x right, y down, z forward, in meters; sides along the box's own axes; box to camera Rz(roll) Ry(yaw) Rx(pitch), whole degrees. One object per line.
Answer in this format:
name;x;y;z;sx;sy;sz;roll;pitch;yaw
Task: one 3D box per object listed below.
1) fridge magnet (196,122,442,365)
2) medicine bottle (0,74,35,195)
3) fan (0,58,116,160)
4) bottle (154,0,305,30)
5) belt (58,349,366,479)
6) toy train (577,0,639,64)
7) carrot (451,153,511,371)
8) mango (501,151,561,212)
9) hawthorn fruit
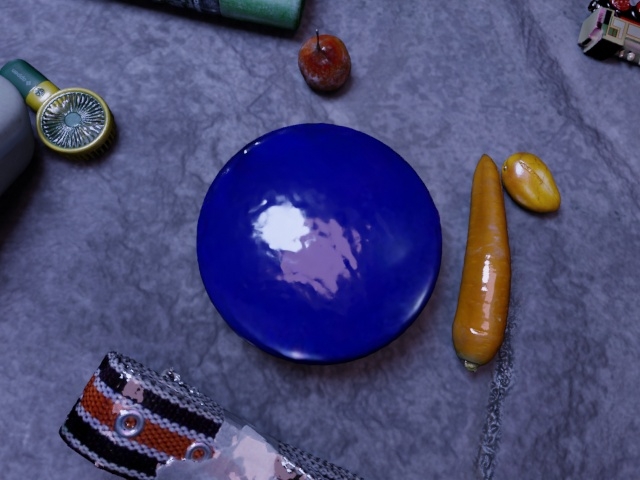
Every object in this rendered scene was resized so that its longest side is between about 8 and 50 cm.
fridge magnet;0.000;0.000;0.542;0.266;0.112;0.265;1;77;-6
medicine bottle;-0.503;-0.113;0.474;0.376;0.123;0.282;19;50;2
fan;-0.309;-0.157;0.583;0.155;0.039;0.082;40;77;5
bottle;-0.181;-0.338;0.609;0.330;0.093;0.093;12;76;-3
belt;-0.073;0.227;0.479;0.360;0.126;0.094;29;78;0
toy train;0.430;-0.284;0.683;0.138;0.050;0.086;18;81;-3
carrot;0.194;0.016;0.580;0.062;0.066;0.271;1;76;35
mango;0.265;-0.070;0.619;0.089;0.046;0.060;43;76;0
hawthorn fruit;0.002;-0.220;0.598;0.067;0.103;0.066;0;91;10
